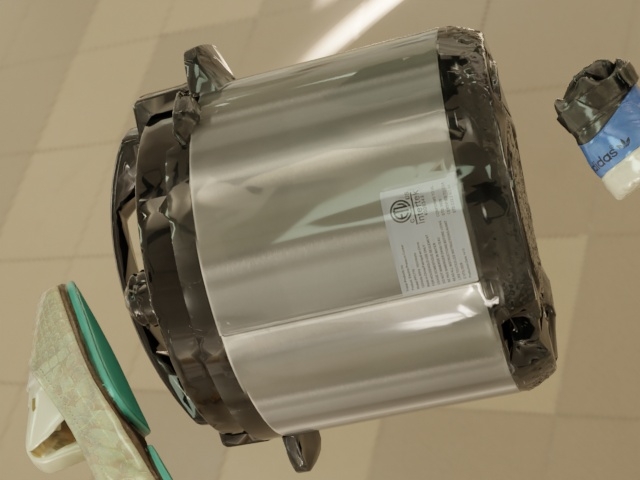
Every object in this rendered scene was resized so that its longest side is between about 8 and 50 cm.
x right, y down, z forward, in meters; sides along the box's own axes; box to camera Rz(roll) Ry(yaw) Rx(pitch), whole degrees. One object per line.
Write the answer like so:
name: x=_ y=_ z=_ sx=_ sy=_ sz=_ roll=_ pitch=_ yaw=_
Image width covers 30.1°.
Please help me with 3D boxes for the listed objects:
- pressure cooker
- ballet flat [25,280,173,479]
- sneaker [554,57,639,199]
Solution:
pressure cooker: x=-0.001 y=-0.001 z=1.179 sx=0.420 sy=0.375 sz=0.369 roll=-14 pitch=54 yaw=12
ballet flat: x=-0.086 y=0.086 z=0.460 sx=0.052 sy=0.057 sz=0.168 roll=-30 pitch=59 yaw=-9
sneaker: x=0.204 y=-0.083 z=0.760 sx=0.084 sy=0.152 sz=0.058 roll=54 pitch=133 yaw=11
